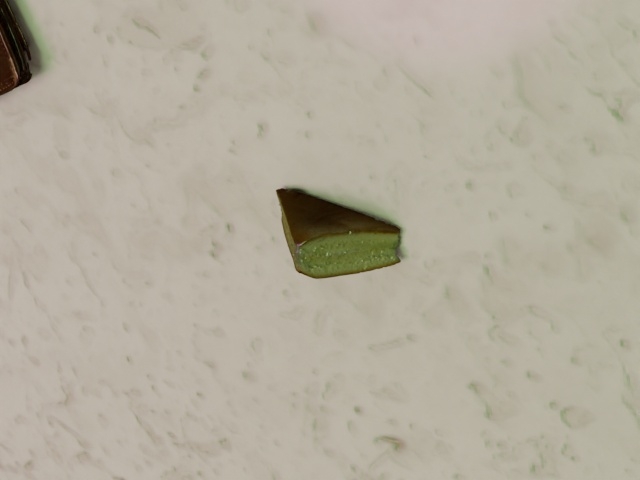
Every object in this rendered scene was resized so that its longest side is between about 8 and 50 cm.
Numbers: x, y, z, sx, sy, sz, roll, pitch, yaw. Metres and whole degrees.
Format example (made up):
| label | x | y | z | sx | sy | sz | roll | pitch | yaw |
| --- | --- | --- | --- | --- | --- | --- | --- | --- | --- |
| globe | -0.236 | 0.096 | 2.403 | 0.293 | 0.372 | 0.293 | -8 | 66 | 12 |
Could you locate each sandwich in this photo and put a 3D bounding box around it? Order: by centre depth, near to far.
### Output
| label | x | y | z | sx | sy | sz | roll | pitch | yaw |
| --- | --- | --- | --- | --- | --- | --- | --- | --- | --- |
| sandwich | 0.000 | 0.000 | 0.781 | 0.083 | 0.044 | 0.031 | 18 | 130 | 33 |

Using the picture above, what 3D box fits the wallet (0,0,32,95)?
| label | x | y | z | sx | sy | sz | roll | pitch | yaw |
| --- | --- | --- | --- | --- | --- | --- | --- | --- | --- |
| wallet | -0.256 | -0.124 | 0.921 | 0.176 | 0.026 | 0.095 | -15 | 99 | 42 |
